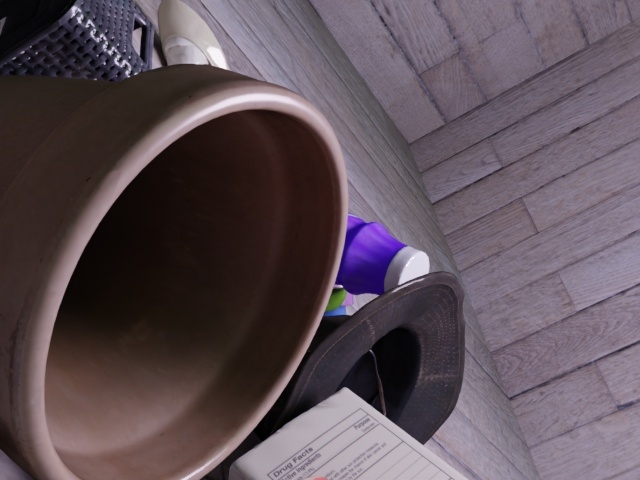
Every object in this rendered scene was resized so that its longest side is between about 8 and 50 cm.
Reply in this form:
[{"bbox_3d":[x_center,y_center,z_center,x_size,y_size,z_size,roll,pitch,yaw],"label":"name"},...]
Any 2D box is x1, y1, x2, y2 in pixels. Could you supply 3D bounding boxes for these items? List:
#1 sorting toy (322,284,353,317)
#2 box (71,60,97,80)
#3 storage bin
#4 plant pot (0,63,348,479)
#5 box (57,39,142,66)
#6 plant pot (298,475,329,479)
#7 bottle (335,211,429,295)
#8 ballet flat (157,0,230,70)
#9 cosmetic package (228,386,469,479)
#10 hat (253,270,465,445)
[{"bbox_3d":[-0.034,0.121,1.061,0.365,0.127,0.126,1,85,-71],"label":"sorting toy"},{"bbox_3d":[-0.172,-0.072,0.858,0.275,0.094,0.113,49,-2,-40],"label":"box"},{"bbox_3d":[-0.227,-0.131,0.664,0.084,0.180,0.122,51,19,-38],"label":"storage bin"},{"bbox_3d":[-0.148,0.000,0.533,0.229,0.263,0.263,23,-4,28],"label":"plant pot"},{"bbox_3d":[-0.259,-0.219,0.991,0.186,0.038,0.145,60,15,-5],"label":"box"},{"bbox_3d":[-0.017,0.295,0.500,0.243,0.275,0.275,57,13,19],"label":"plant pot"},{"bbox_3d":[0.000,0.000,1.061,0.283,0.092,0.118,22,4,34],"label":"bottle"},{"bbox_3d":[-0.171,-0.234,1.249,0.248,0.086,0.086,57,16,-21],"label":"ballet flat"},{"bbox_3d":[0.072,0.275,0.692,0.296,0.129,0.153,35,41,30],"label":"cosmetic package"},{"bbox_3d":[0.019,0.160,0.929,0.134,0.331,0.331,27,-9,37],"label":"hat"}]
